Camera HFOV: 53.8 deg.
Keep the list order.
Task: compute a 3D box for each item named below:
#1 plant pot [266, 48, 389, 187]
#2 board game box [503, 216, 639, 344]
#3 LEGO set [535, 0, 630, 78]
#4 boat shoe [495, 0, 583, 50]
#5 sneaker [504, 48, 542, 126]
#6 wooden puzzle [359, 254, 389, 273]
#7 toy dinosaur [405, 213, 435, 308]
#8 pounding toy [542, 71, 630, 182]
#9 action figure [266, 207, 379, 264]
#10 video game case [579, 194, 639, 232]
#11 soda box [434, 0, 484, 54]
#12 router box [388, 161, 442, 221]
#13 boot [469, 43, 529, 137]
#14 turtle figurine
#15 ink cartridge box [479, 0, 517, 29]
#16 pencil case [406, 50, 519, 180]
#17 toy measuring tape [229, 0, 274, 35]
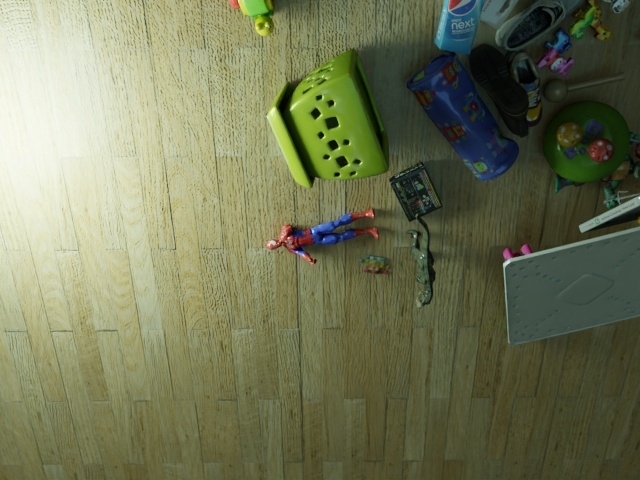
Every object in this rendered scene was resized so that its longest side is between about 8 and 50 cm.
[{"bbox_3d":[0.016,-0.254,1.366,0.207,0.227,0.228,-16,116,14],"label":"plant pot"},{"bbox_3d":[0.649,0.105,1.564,0.389,0.050,0.390,-15,140,7],"label":"board game box"},{"bbox_3d":[0.570,-0.440,1.340,0.093,0.087,0.227,37,115,-12],"label":"LEGO set"},{"bbox_3d":[0.478,-0.476,1.328,0.227,0.081,0.079,-36,114,18],"label":"boat shoe"},{"bbox_3d":[0.455,-0.331,1.401,0.069,0.084,0.186,-21,115,10],"label":"sneaker"},{"bbox_3d":[0.141,0.063,1.643,0.083,0.006,0.049,7,117,-4],"label":"wooden puzzle"},{"bbox_3d":[0.253,0.034,1.566,0.063,0.118,0.268,-8,116,4],"label":"toy dinosaur"},{"bbox_3d":[0.578,-0.242,1.380,0.182,0.110,0.237,-2,98,23],"label":"pounding toy"},{"bbox_3d":[0.000,0.000,1.543,0.280,0.139,0.092,-11,115,8],"label":"action figure"},{"bbox_3d":[0.740,-0.076,1.454,0.212,0.193,0.023,-12,76,-23],"label":"video game case"},{"bbox_3d":[0.289,-0.488,1.258,0.067,0.071,0.210,8,119,-3],"label":"soda box"},{"bbox_3d":[0.231,-0.118,1.534,0.092,0.038,0.123,-24,115,12],"label":"router box"},{"bbox_3d":[0.394,-0.324,1.393,0.076,0.198,0.137,-25,152,12],"label":"boot"},{"bbox_3d":[0.673,-0.164,1.470,0.234,0.118,0.175,3,100,17],"label":"turtle figurine"},{"bbox_3d":[0.320,-0.531,1.312,0.181,0.062,0.104,27,115,-13],"label":"ink cartridge box"},{"bbox_3d":[0.322,-0.279,1.410,0.306,0.133,0.119,48,148,-20],"label":"pencil case"},{"bbox_3d":[-0.152,-0.574,1.260,0.121,0.121,0.330,-12,116,6],"label":"toy measuring tape"}]
